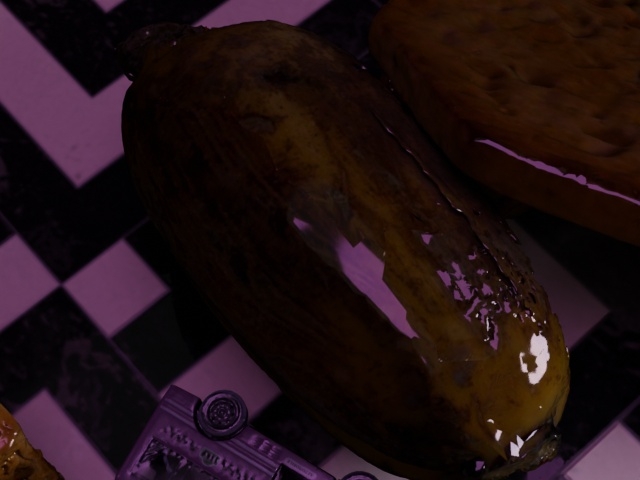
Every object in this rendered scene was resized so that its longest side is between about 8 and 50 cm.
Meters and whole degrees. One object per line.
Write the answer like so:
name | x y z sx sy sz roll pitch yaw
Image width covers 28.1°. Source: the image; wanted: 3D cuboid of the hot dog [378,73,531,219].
hot dog | 0.106 -0.078 0.927 0.147 0.065 0.099 42 71 7

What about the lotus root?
lotus root | 0.000 0.000 0.820 0.179 0.196 0.397 -30 67 -23

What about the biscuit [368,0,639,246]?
biscuit | 0.205 -0.104 0.835 0.359 0.046 0.359 7 37 -5

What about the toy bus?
toy bus | -0.035 0.171 0.802 0.178 0.087 0.098 28 70 17

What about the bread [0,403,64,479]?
bread | -0.262 0.139 0.784 0.149 0.158 0.143 -40 75 -17
